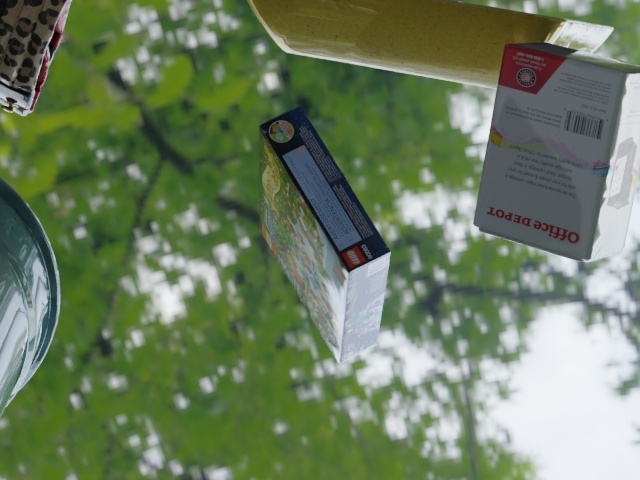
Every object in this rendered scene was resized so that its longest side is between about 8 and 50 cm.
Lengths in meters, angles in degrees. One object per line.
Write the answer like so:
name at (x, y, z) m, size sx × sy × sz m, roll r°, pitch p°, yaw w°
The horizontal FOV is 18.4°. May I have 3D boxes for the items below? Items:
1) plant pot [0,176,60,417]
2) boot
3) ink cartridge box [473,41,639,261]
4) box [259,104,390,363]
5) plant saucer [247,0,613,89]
plant pot at (-0.434, 0.115, 1.897) m, size 0.341 × 0.341 × 0.334 m, roll -12°, pitch -157°, yaw 3°
boot at (-0.427, -0.202, 2.050) m, size 0.284 × 0.377 × 0.138 m, roll 22°, pitch -142°, yaw -7°
ink cartridge box at (0.221, -0.082, 1.791) m, size 0.127 × 0.175 × 0.072 m, roll 19°, pitch -163°, yaw 33°
box at (0.000, 0.000, 1.783) m, size 0.044 × 0.233 × 0.159 m, roll -27°, pitch -110°, yaw -12°
plant saucer at (0.109, -0.210, 2.017) m, size 0.332 × 0.081 × 0.333 m, roll 11°, pitch -173°, yaw 16°
